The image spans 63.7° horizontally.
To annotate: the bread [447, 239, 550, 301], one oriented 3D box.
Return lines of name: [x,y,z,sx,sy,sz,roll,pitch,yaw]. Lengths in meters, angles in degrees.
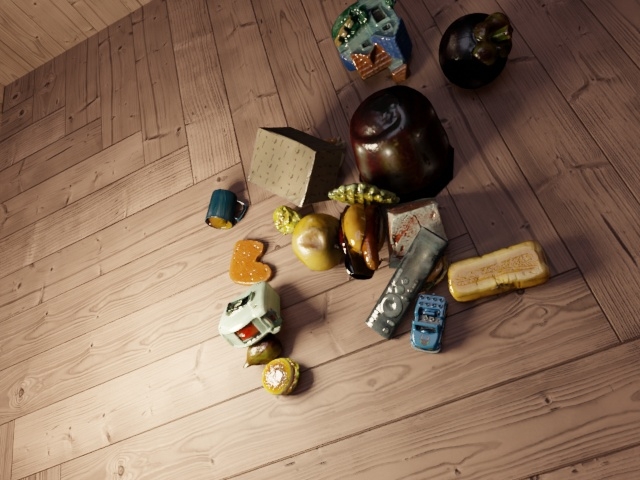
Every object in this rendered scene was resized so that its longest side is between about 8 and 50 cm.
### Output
bread: [0.554,0.101,1.620,0.305,0.091,0.142,-16,63,16]

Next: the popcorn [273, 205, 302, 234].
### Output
popcorn: [-0.130,-0.077,1.999,0.121,0.116,0.106,36,92,-9]

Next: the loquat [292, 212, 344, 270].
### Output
loquat: [-0.003,0.004,1.844,0.213,0.213,0.213,-10,62,19]

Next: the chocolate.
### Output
chocolate: [0.274,-0.361,1.831,0.384,0.331,0.383,-8,64,17]

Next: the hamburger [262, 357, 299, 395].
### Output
hamburger: [-0.133,0.463,1.752,0.141,0.081,0.126,-3,65,24]

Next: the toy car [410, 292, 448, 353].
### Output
toy car: [0.342,0.255,1.633,0.097,0.100,0.191,6,73,22]

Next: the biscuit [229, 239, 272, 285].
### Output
biscuit: [-0.266,0.087,2.021,0.186,0.036,0.192,-2,65,20]

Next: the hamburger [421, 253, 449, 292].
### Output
hamburger: [0.352,0.120,1.709,0.176,0.087,0.102,-25,74,18]

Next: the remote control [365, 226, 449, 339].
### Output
remote control: [0.277,0.141,1.672,0.107,0.044,0.377,37,105,31]

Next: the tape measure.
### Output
tape measure: [-0.248,0.261,1.819,0.246,0.125,0.243,-32,21,9]

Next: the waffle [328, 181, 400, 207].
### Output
waffle: [0.156,-0.161,1.823,0.204,0.223,0.054,-2,76,50]

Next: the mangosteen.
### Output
mangosteen: [0.583,-0.704,1.880,0.302,0.275,0.275,-12,52,65]

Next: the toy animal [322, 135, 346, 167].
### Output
toy animal: [-0.006,-0.334,2.078,0.185,0.104,0.184,11,79,23]

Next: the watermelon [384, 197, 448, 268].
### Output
watermelon: [0.301,-0.066,1.749,0.213,0.201,0.261,-16,52,12]

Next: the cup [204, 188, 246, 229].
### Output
cup: [-0.397,-0.126,2.154,0.113,0.150,0.138,-28,48,51]

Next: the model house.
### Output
model house: [0.229,-0.788,2.118,0.295,0.252,0.329,-24,65,11]

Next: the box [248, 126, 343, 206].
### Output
box: [-0.097,-0.294,1.994,0.297,0.190,0.225,28,117,30]

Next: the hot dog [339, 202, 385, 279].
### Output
hot dog: [0.167,-0.019,1.777,0.107,0.194,0.326,-43,45,38]

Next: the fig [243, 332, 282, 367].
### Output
fig: [-0.211,0.395,1.808,0.154,0.103,0.109,-47,31,-13]
